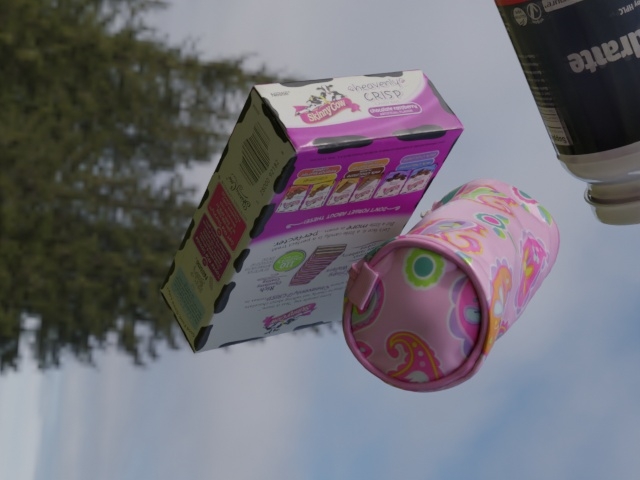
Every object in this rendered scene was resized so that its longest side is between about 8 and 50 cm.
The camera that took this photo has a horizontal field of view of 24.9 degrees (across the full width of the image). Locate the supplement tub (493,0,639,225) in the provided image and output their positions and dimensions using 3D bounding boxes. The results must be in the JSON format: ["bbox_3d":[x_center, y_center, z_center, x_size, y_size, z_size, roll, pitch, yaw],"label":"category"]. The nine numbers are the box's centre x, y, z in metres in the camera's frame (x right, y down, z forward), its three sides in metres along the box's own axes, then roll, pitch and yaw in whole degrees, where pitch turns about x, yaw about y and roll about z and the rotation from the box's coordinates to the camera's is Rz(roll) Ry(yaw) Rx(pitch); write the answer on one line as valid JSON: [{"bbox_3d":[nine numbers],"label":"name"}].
[{"bbox_3d":[0.282,-0.171,1.327,0.272,0.191,0.191,65,-8,-14],"label":"supplement tub"}]

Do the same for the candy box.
[{"bbox_3d":[-0.012,-0.022,1.115,0.071,0.159,0.233,57,-42,29],"label":"candy box"}]

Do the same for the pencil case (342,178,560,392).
[{"bbox_3d":[0.107,0.027,1.139,0.284,0.124,0.124,-35,136,-68],"label":"pencil case"}]
